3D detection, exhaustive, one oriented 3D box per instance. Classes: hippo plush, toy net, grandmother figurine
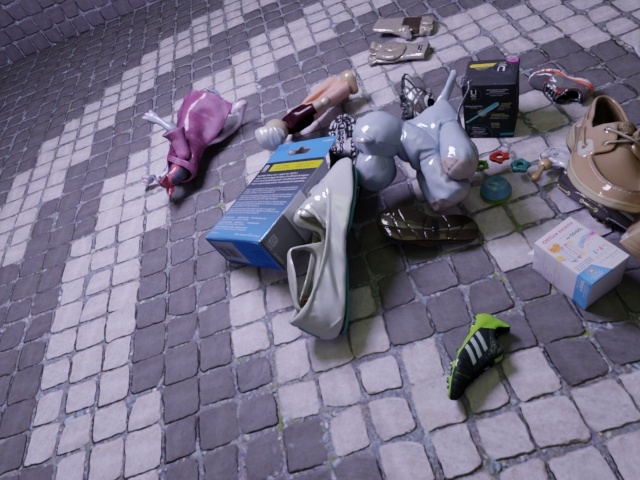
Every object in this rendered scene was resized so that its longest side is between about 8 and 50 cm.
[{"bbox_3d":[0.190,-0.196,1.010,0.236,0.294,0.234,-1,30,-4],"label":"hippo plush"},{"bbox_3d":[0.468,-0.166,1.067,0.232,0.045,0.122,-18,47,5],"label":"toy net"},{"bbox_3d":[-0.048,-0.362,1.349,0.342,0.208,0.104,-40,90,-26],"label":"grandmother figurine"}]

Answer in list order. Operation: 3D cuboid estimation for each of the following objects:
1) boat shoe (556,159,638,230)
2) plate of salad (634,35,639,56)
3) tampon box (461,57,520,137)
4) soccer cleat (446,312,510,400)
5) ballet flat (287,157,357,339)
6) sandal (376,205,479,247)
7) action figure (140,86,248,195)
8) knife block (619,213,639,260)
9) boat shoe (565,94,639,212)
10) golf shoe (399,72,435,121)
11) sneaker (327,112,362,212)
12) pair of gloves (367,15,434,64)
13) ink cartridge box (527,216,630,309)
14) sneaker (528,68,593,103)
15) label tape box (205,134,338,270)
[{"bbox_3d":[0.571,-0.074,0.937,0.081,0.068,0.228,-6,45,-25],"label":"boat shoe"},{"bbox_3d":[0.897,-0.496,1.161,0.200,0.048,0.200,-11,50,14],"label":"plate of salad"},{"bbox_3d":[0.419,-0.346,1.150,0.120,0.161,0.101,6,56,25],"label":"tampon box"},{"bbox_3d":[0.279,0.207,0.828,0.072,0.060,0.179,19,59,31],"label":"soccer cleat"},{"bbox_3d":[0.000,0.000,0.977,0.139,0.139,0.400,-1,73,20],"label":"ballet flat"},{"bbox_3d":[0.233,-0.023,1.036,0.219,0.060,0.090,3,59,5],"label":"sandal"},{"bbox_3d":[-0.398,-0.275,1.433,0.276,0.248,0.370,13,56,-10],"label":"action figure"},{"bbox_3d":[0.645,0.030,0.779,0.242,0.088,0.276,45,60,8],"label":"knife block"},{"bbox_3d":[0.557,-0.179,0.910,0.121,0.110,0.341,14,41,4],"label":"boat shoe"},{"bbox_3d":[0.270,-0.393,1.314,0.094,0.077,0.198,-3,58,5],"label":"golf shoe"},{"bbox_3d":[0.083,-0.166,1.180,0.107,0.124,0.283,0,78,34],"label":"sneaker"},{"bbox_3d":[0.265,-0.662,1.545,0.204,0.042,0.240,3,56,19],"label":"pair of gloves"},{"bbox_3d":[0.469,0.035,0.870,0.092,0.090,0.143,-34,49,-8],"label":"ink cartridge box"},{"bbox_3d":[0.595,-0.384,1.182,0.158,0.061,0.065,27,73,36],"label":"sneaker"},{"bbox_3d":[-0.093,-0.094,1.138,0.240,0.106,0.333,5,53,48],"label":"label tape box"}]
